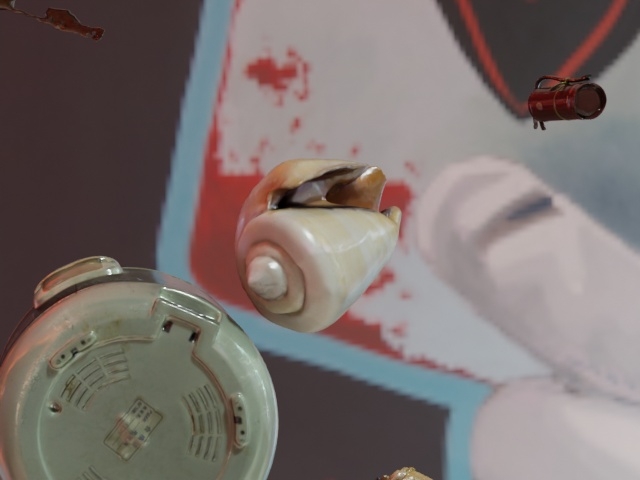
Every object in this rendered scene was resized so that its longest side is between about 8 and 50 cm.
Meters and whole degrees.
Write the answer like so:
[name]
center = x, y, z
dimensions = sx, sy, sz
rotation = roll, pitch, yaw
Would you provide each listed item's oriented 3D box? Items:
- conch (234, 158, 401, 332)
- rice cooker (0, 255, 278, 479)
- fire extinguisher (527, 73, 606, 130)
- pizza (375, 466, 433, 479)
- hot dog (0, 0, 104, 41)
[conch]
center = -0.010, 0.005, 1.732
dimensions = 0.127, 0.158, 0.255
rotation = -28, -4, 26
[rice cooker]
center = -0.188, 0.161, 1.738
dimensions = 0.288, 0.288, 0.277
rotation = 1, 5, -9
[fire extinguisher]
center = 0.238, -0.138, 1.783
dimensions = 0.039, 0.056, 0.132
rotation = -12, 6, -17
[pizza]
center = 0.060, 0.291, 1.478
dimensions = 0.226, 0.147, 0.069
rotation = -41, 21, -28
[hot dog]
center = -0.192, -0.278, 1.458
dimensions = 0.326, 0.194, 0.107
rotation = -28, -4, 6
